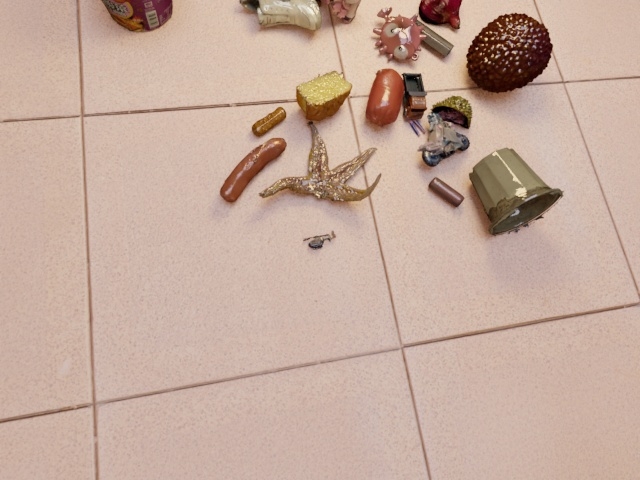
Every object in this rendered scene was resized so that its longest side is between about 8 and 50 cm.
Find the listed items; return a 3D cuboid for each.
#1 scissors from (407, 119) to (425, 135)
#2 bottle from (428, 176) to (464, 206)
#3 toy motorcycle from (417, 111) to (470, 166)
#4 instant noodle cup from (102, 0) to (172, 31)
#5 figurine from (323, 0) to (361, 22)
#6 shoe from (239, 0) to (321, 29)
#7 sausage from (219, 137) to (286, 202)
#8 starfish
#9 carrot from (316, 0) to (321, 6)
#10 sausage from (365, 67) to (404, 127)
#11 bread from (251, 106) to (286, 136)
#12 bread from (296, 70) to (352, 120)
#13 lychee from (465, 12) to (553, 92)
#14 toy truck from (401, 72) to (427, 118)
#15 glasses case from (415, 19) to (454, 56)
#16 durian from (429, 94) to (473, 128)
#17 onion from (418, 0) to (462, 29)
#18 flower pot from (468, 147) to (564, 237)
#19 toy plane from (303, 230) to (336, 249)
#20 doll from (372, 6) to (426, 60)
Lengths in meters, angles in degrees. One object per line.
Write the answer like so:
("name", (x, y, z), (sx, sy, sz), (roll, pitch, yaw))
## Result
("scissors", (0.381, -0.474, 1.733), (0.039, 0.012, 0.113), (-30, 80, -15))
("bottle", (0.484, -0.187, 1.647), (0.140, 0.053, 0.053), (37, 73, 2))
("toy motorcycle", (0.460, -0.409, 1.683), (0.239, 0.108, 0.204), (-27, 84, -40))
("instant noodle cup", (-0.698, -0.974, 1.583), (0.340, 0.266, 0.339), (2, 75, -8))
("figurine", (0.044, -1.089, 1.747), (0.211, 0.253, 0.361), (-37, 76, 11))
("shoe", (-0.165, -0.926, 1.726), (0.342, 0.132, 0.210), (39, 77, 8))
("sausage", (-0.247, -0.267, 1.549), (0.087, 0.079, 0.326), (38, 71, 4))
("starfish", (0.027, -0.256, 1.563), (0.398, 0.132, 0.383), (12, 64, 10))
("carrot", (-0.027, -0.986, 1.809), (0.032, 0.032, 0.093), (32, 75, 1))
("sausage", (0.255, -0.560, 1.673), (0.148, 0.148, 0.254), (19, 73, -3))
("bread", (-0.195, -0.452, 1.625), (0.157, 0.044, 0.052), (-41, 81, -17))
("bread", (0.005, -0.544, 1.631), (0.229, 0.139, 0.143), (-32, 78, -26))
("lychee", (0.761, -0.753, 1.724), (0.330, 0.306, 0.306), (-44, 84, 6))
("toy truck", (0.373, -0.588, 1.717), (0.083, 0.092, 0.192), (-1, 69, -9))
("glasses case", (0.473, -0.869, 1.828), (0.205, 0.047, 0.071), (37, 43, 3))
("durian", (0.547, -0.545, 1.723), (0.187, 0.119, 0.108), (21, 76, -1))
("onion", (0.547, -1.017, 1.856), (0.195, 0.140, 0.218), (-34, 85, -22))
("flower pot", (0.697, -0.186, 1.592), (0.291, 0.290, 0.259), (-20, 65, -13))
("toy plane", (0.000, 0.000, 1.535), (0.121, 0.031, 0.049), (-15, 69, -9))
("doll", (0.327, -0.858, 1.784), (0.211, 0.093, 0.261), (-27, 87, 6))
